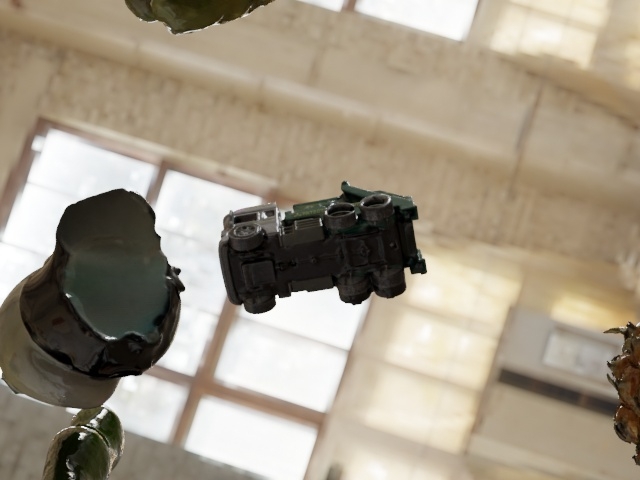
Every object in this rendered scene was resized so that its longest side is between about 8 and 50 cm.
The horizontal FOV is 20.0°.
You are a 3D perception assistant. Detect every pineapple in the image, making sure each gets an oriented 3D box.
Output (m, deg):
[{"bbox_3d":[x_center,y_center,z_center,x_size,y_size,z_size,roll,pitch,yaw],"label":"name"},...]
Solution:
[{"bbox_3d":[0.336,0.105,1.692,0.233,0.135,0.079,-53,-2,-24],"label":"pineapple"}]

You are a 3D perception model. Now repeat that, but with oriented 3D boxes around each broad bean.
[{"bbox_3d":[-0.220,0.228,1.641,0.318,0.056,0.098,-91,-17,-62],"label":"broad bean"}]

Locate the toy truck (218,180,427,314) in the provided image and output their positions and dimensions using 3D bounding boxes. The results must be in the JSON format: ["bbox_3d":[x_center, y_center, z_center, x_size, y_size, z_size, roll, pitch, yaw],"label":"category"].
[{"bbox_3d":[0.000,0.000,1.956,0.116,0.216,0.110,-96,-5,-62],"label":"toy truck"}]

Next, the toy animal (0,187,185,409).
[{"bbox_3d":[-0.210,0.066,1.634,0.179,0.138,0.166,-44,22,43],"label":"toy animal"}]

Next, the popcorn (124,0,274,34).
[{"bbox_3d":[-0.112,-0.340,1.464,0.279,0.274,0.335,-136,32,-73],"label":"popcorn"}]
